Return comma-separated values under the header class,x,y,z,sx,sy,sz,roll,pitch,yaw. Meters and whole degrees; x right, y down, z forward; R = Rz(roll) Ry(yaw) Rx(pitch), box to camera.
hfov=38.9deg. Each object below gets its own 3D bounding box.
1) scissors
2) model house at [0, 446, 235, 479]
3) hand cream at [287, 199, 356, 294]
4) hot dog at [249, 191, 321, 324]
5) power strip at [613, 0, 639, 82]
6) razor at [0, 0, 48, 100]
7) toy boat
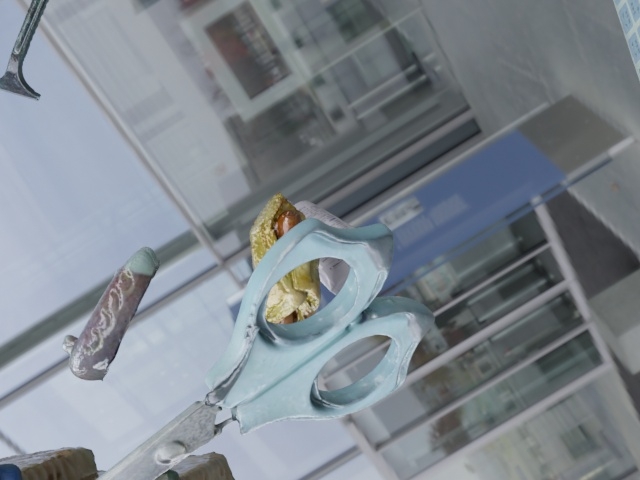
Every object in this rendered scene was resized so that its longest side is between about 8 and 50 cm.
class,x,y,z,sx,sy,sz,roll,pitch,yaw
scissors,-0.078,0.127,0.627,0.029,0.360,0.191,44,168,45
model house,-0.341,0.460,1.118,0.400,0.445,0.395,42,-141,-76
hand cream,0.000,0.000,1.000,0.142,0.084,0.053,37,154,32
hot dog,-0.032,0.042,0.866,0.061,0.078,0.169,17,112,47
power strip,0.182,-0.119,0.503,0.040,0.016,0.090,67,-172,-81
razor,-0.331,-0.262,1.060,0.066,0.190,0.033,18,172,0
toy boat,-0.332,0.109,1.419,0.085,0.227,0.155,26,180,-10
